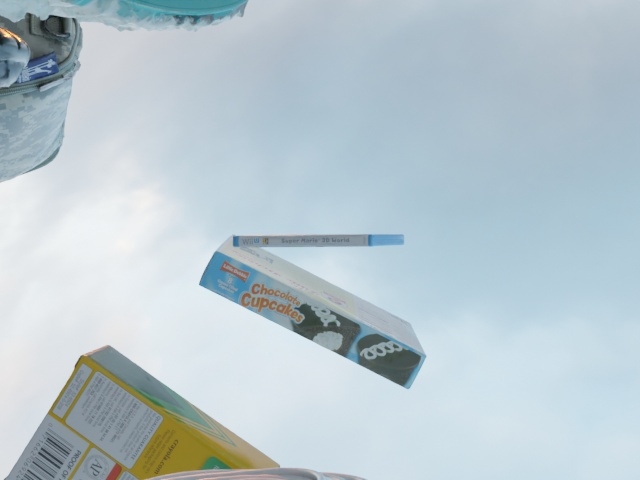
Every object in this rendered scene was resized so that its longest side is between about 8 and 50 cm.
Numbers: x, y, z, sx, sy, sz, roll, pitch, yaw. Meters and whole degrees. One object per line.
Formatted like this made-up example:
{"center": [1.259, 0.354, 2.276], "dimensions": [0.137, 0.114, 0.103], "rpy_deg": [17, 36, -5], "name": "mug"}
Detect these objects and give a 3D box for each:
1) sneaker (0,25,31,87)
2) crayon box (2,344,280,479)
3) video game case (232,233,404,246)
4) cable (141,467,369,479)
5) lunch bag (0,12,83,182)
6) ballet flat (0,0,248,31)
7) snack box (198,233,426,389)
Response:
{"center": [-0.360, -0.117, 0.572], "dimensions": [0.140, 0.125, 0.341], "rpy_deg": [-68, 169, 22], "name": "sneaker"}
{"center": [-0.198, 0.305, 0.923], "dimensions": [0.203, 0.323, 0.083], "rpy_deg": [-57, 174, 6], "name": "crayon box"}
{"center": [0.000, 0.000, 0.869], "dimensions": [0.166, 0.119, 0.015], "rpy_deg": [-1, -90, 24], "name": "video game case"}
{"center": [-0.082, 0.239, 0.597], "dimensions": [0.257, 0.257, 0.089], "rpy_deg": [-7, -100, 14], "name": "cable"}
{"center": [-0.431, -0.195, 0.911], "dimensions": [0.305, 0.256, 0.213], "rpy_deg": [141, -54, -62], "name": "lunch bag"}
{"center": [-0.237, -0.247, 0.614], "dimensions": [0.147, 0.409, 0.147], "rpy_deg": [7, -79, 39], "name": "ballet flat"}
{"center": [-0.009, 0.096, 1.100], "dimensions": [0.060, 0.322, 0.187], "rpy_deg": [-63, -177, 7], "name": "snack box"}
